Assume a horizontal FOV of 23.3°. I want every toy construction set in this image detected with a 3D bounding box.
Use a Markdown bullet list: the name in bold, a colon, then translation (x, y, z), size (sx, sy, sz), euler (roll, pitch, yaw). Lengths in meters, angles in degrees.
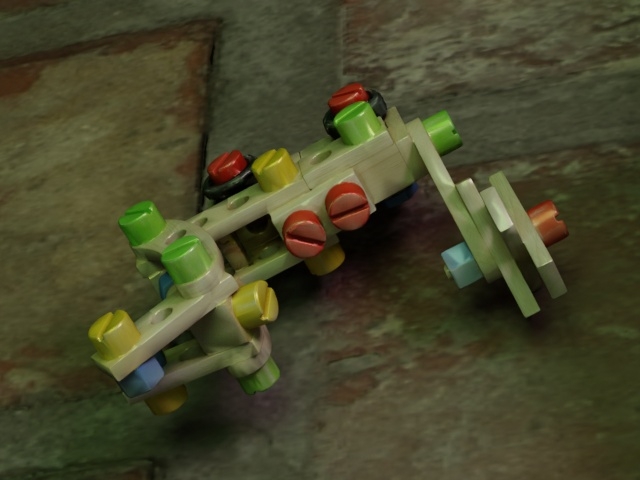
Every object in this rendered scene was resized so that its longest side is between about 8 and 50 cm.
- **toy construction set**: translation (0.000, 0.000, 1.071), size (0.327, 0.151, 0.215), euler (-15, 24, -1)
